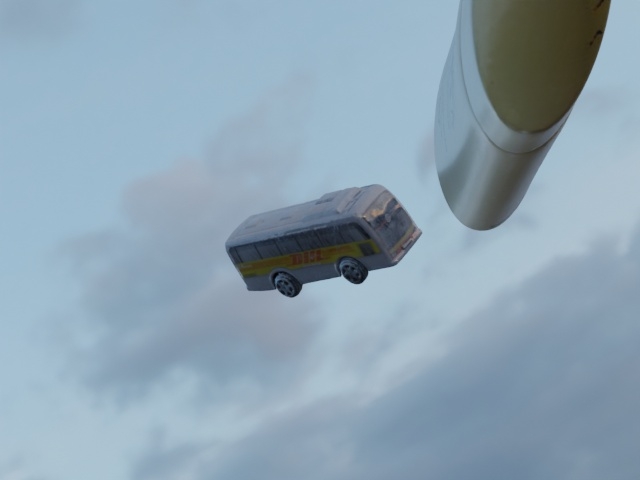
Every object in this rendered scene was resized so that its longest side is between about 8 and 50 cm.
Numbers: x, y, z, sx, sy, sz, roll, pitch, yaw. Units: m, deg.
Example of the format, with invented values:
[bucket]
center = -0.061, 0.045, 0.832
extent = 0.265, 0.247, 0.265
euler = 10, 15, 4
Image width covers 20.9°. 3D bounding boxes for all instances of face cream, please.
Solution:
[face cream]
center = 0.123, -0.118, 1.105
extent = 0.081, 0.174, 0.348
euler = 6, -9, 1

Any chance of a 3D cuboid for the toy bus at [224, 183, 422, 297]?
[toy bus]
center = 0.000, 0.000, 1.572
extent = 0.190, 0.075, 0.064
euler = -14, 24, 45
